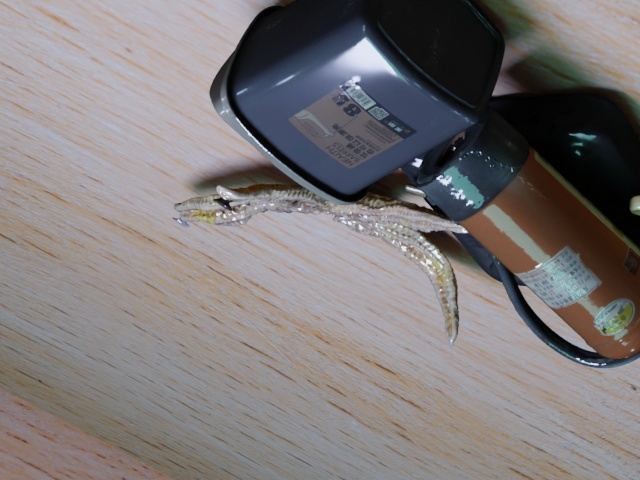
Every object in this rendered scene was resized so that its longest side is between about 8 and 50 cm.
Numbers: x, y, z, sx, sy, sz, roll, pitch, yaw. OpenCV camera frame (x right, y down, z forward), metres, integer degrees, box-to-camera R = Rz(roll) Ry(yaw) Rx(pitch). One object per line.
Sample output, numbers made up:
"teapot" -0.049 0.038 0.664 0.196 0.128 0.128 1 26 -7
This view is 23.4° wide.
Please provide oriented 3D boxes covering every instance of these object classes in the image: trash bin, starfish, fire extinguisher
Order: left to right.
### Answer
"starfish" 0.007 -0.010 1.887 0.398 0.132 0.384 23 177 0
"trash bin" 0.031 -0.165 1.618 0.209 0.182 0.290 39 143 -22
"fire extinguisher" 0.258 0.022 1.646 0.376 0.113 0.200 41 167 -12

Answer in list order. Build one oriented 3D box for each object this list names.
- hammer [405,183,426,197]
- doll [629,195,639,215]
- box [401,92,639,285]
"hammer" 0.180 -0.035 1.723 0.182 0.017 0.062 16 150 21
"doll" 0.475 -0.022 1.561 0.208 0.144 0.271 21 162 -38
"box" 0.253 -0.044 1.739 0.290 0.073 0.289 -1 141 40
